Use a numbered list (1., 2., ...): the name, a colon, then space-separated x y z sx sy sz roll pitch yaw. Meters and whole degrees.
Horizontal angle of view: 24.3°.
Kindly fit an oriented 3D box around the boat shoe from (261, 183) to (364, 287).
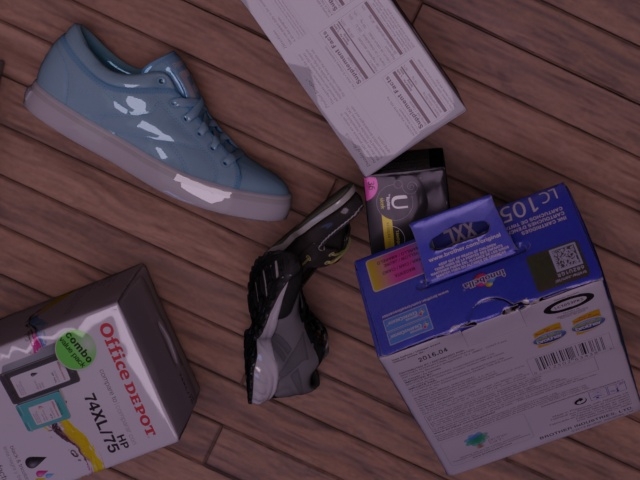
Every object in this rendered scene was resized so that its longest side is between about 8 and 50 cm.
1. boat shoe: 0.000 0.000 1.853 0.068 0.081 0.228 49 146 -2

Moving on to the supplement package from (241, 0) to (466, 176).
1. supplement package: 0.039 -0.234 1.783 0.145 0.204 0.262 -34 98 8

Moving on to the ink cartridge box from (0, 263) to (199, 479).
1. ink cartridge box: -0.323 0.184 1.906 0.270 0.197 0.198 -21 101 8

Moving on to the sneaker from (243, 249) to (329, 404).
1. sneaker: -0.039 0.106 1.883 0.108 0.100 0.271 -2 141 -7

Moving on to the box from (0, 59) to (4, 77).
1. box: -0.558 -0.083 1.878 0.215 0.168 0.345 15 103 1

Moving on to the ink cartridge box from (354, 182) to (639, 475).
1. ink cartridge box: 0.212 0.100 1.763 0.270 0.151 0.395 -21 144 7

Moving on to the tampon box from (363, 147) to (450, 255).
1. tampon box: 0.110 -0.042 1.843 0.101 0.161 0.120 -6 102 5

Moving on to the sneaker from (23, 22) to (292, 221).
1. sneaker: -0.185 -0.150 1.855 0.366 0.135 0.150 26 106 -3
